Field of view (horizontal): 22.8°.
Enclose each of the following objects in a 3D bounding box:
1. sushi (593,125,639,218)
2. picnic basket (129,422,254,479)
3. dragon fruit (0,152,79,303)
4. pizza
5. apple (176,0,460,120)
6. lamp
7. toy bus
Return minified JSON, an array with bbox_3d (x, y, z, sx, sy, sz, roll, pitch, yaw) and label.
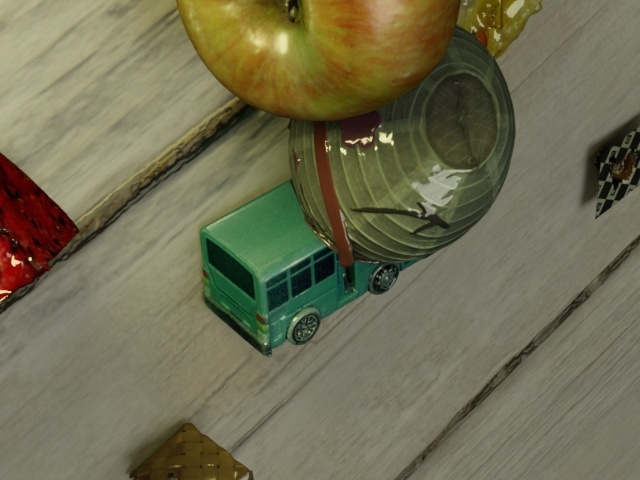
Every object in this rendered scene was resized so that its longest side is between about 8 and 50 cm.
[{"bbox_3d":[0.423,-0.108,2.266,0.126,0.026,0.120,-35,139,-32],"label":"sushi"},{"bbox_3d":[-0.169,0.314,1.829,0.178,0.138,0.128,-35,139,-27],"label":"picnic basket"},{"bbox_3d":[-0.355,0.042,1.284,0.330,0.240,0.302,-53,128,-13],"label":"dragon fruit"},{"bbox_3d":[0.168,-0.244,1.795,0.287,0.075,0.280,-39,144,-20],"label":"pizza"},{"bbox_3d":[0.005,-0.241,1.444,0.264,0.264,0.264,-31,140,-30],"label":"apple"},{"bbox_3d":[0.078,-0.100,1.624,0.233,0.233,0.265,15,72,-54],"label":"lamp"},{"bbox_3d":[0.000,0.000,1.765,0.256,0.128,0.147,-31,138,-27],"label":"toy bus"}]
